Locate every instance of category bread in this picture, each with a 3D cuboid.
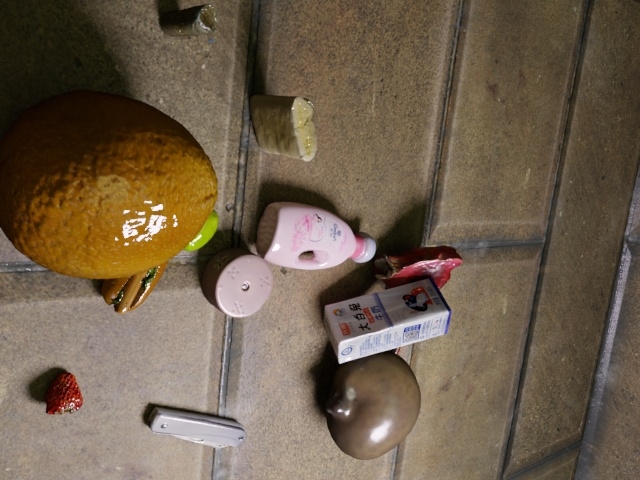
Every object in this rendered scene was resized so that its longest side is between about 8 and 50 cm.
[{"bbox_3d":[-0.080,-0.248,1.260,0.060,0.178,0.139,-25,119,-31],"label":"bread"}]

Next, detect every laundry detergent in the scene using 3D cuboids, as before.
[{"bbox_3d":[0.000,0.000,1.452,0.335,0.088,0.159,11,99,-41],"label":"laundry detergent"}]

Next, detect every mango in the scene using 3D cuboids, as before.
[{"bbox_3d":[-0.260,-0.022,1.250,0.108,0.056,0.073,-51,155,-18],"label":"mango"}]

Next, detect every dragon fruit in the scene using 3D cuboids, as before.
[{"bbox_3d":[0.246,0.083,1.644,0.211,0.134,0.262,15,129,-27],"label":"dragon fruit"}]

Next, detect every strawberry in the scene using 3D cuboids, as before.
[{"bbox_3d":[-0.503,0.302,1.148,0.073,0.073,0.083,5,63,-40],"label":"strawberry"}]

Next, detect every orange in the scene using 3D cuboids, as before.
[{"bbox_3d":[-0.351,-0.091,0.990,0.357,0.322,0.322,-1,103,-45],"label":"orange"}]

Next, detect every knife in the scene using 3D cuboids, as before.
[{"bbox_3d":[-0.285,0.444,1.372,0.265,0.040,0.073,30,94,-40],"label":"knife"}]

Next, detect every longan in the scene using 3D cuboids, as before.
[{"bbox_3d":[0.131,0.437,1.578,0.300,0.243,0.300,6,81,-40],"label":"longan"}]

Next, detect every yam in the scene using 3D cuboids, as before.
[{"bbox_3d":[-0.249,-0.415,1.111,0.054,0.132,0.054,-15,110,-46],"label":"yam"}]

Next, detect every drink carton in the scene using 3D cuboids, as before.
[{"bbox_3d":[0.173,0.207,1.537,0.315,0.130,0.107,-13,135,-12],"label":"drink carton"}]

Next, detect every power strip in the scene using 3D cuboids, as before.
[{"bbox_3d":[-0.190,0.093,1.328,0.154,0.078,0.154,-11,109,-34],"label":"power strip"}]

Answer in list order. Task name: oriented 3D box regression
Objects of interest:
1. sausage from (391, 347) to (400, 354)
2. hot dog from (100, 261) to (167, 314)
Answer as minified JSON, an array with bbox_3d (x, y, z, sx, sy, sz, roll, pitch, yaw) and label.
[{"bbox_3d":[0.254,0.268,1.773,0.198,0.025,0.028,-67,162,-3],"label":"sausage"},{"bbox_3d":[-0.353,0.032,1.186,0.100,0.068,0.249,32,81,-39],"label":"hot dog"}]
